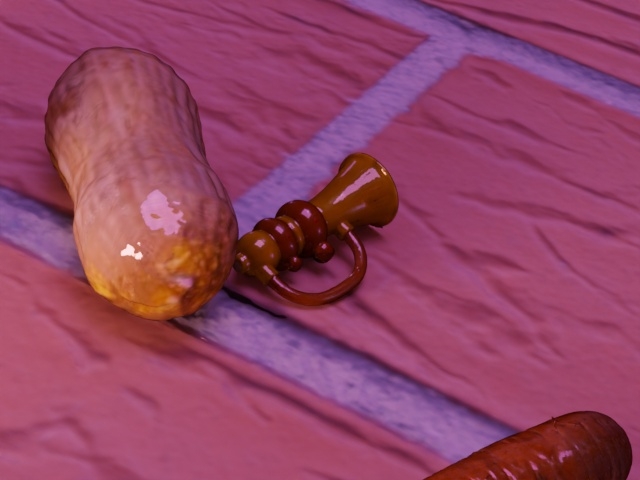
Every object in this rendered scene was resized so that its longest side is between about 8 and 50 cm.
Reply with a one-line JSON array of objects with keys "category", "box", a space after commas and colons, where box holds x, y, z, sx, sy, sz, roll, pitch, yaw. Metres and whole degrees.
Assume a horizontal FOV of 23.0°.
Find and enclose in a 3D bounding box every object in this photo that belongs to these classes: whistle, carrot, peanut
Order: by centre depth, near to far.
[{"category": "carrot", "box": [0.062, 0.119, 0.710, 0.191, 0.047, 0.047, -15, 43, -28]}, {"category": "peanut", "box": [-0.099, -0.038, 0.841, 0.087, 0.087, 0.207, -1, 37, -19]}, {"category": "whistle", "box": [-0.002, 0.001, 0.872, 0.109, 0.057, 0.046, -38, 13, -38]}]
